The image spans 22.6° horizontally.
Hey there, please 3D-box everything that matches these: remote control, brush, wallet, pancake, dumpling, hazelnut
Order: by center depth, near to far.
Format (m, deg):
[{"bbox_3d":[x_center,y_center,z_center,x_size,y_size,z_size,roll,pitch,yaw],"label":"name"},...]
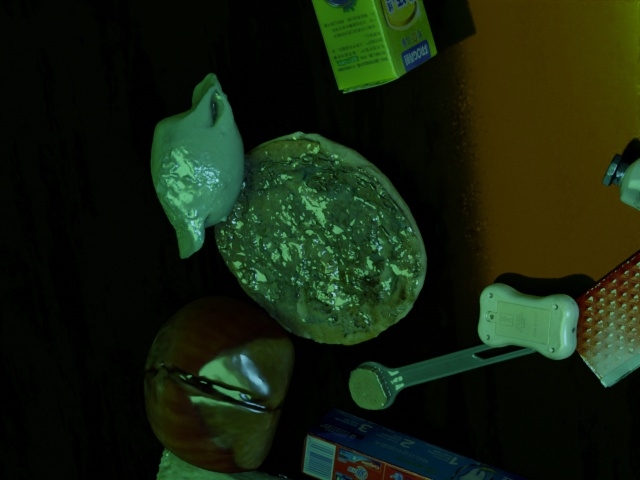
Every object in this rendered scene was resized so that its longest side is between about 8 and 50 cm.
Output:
[{"bbox_3d":[0.350,0.072,1.738,0.196,0.020,0.103,-42,81,36],"label":"wallet"},{"bbox_3d":[0.232,0.090,1.792,0.122,0.032,0.074,11,101,38],"label":"remote control"},{"bbox_3d":[-0.159,-0.089,1.879,0.153,0.108,0.219,7,86,50],"label":"dumpling"},{"bbox_3d":[0.144,0.148,1.881,0.266,0.027,0.062,-20,95,33],"label":"brush"},{"bbox_3d":[-0.001,0.001,1.892,0.282,0.049,0.282,11,114,27],"label":"pancake"},{"bbox_3d":[-0.131,0.173,1.952,0.181,0.181,0.212,16,95,2],"label":"hazelnut"}]

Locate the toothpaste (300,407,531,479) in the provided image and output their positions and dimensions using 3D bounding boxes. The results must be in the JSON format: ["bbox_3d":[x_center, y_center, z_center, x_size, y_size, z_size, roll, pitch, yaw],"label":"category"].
[{"bbox_3d":[0.135,0.290,1.914,0.320,0.076,0.066,19,117,23],"label":"toothpaste"}]

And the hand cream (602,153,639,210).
[{"bbox_3d":[0.405,-0.025,1.659,0.234,0.050,0.080,26,116,12],"label":"hand cream"}]

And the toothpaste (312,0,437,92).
[{"bbox_3d":[0.029,-0.328,1.708,0.077,0.110,0.327,-11,104,30],"label":"toothpaste"}]

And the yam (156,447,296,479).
[{"bbox_3d":[-0.064,0.381,1.997,0.271,0.202,0.201,3,151,29],"label":"yam"}]
